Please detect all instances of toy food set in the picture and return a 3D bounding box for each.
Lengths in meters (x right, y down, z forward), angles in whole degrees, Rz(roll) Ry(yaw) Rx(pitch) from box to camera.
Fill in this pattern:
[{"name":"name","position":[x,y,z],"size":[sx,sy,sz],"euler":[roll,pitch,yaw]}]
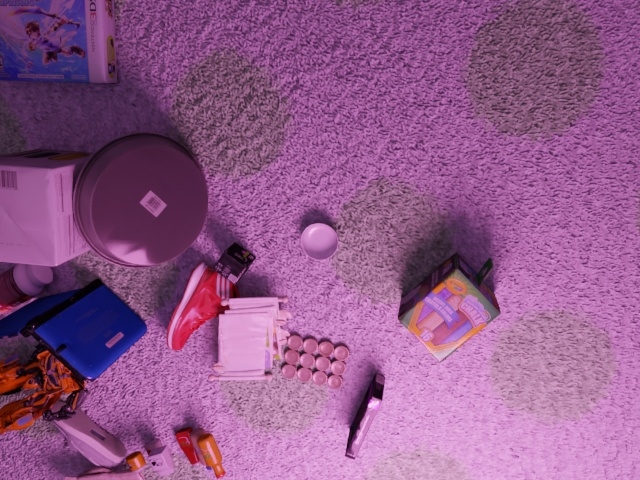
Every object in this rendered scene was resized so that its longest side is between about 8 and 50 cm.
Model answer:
[{"name":"toy food set","position":[-0.336,0.523,1.611],"size":[0.232,0.111,0.105],"euler":[-19,99,11]}]

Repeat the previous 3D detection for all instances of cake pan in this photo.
[{"name":"cake pan","position":[-0.359,-0.077,1.407],"size":[0.293,0.054,0.293],"euler":[-11,110,-33]}]

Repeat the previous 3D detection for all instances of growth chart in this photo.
[{"name":"growth chart","position":[-0.157,0.225,1.527],"size":[0.171,0.021,0.237],"euler":[6,113,-10]}]

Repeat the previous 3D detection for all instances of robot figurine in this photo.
[{"name":"robot figurine","position":[-0.683,0.347,1.609],"size":[0.291,0.085,0.211],"euler":[-27,73,15]}]

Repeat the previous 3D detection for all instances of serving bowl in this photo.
[{"name":"serving bowl","position":[0.000,0.000,1.474],"size":[0.083,0.027,0.083],"euler":[2,103,9]}]

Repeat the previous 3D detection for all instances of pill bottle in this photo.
[{"name":"pill bottle","position":[-0.709,0.105,1.586],"size":[0.152,0.086,0.086],"euler":[-27,98,15]}]

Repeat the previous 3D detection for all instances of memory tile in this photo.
[{"name":"memory tile","position":[-0.012,0.278,1.551],"size":[0.148,0.012,0.113],"euler":[12,105,7]}]

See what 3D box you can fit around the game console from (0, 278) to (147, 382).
[{"name":"game console","position":[-0.567,0.209,1.481],"size":[0.250,0.293,0.173],"euler":[44,107,-3]}]

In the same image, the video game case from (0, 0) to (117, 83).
[{"name":"video game case","position":[-0.575,-0.463,1.441],"size":[0.269,0.061,0.244],"euler":[3,103,9]}]

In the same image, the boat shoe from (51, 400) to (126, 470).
[{"name":"boat shoe","position":[-0.589,0.489,1.662],"size":[0.227,0.079,0.081],"euler":[38,102,-4]}]

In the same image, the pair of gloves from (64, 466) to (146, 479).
[{"name":"pair of gloves","position":[-0.516,0.664,1.685],"size":[0.204,0.042,0.240],"euler":[-2,120,8]}]

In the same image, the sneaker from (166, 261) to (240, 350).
[{"name":"sneaker","position":[-0.260,0.171,1.529],"size":[0.128,0.087,0.221],"euler":[24,107,4]}]

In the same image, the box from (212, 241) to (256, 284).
[{"name":"box","position":[-0.189,0.050,1.488],"size":[0.062,0.083,0.052],"euler":[36,108,-1]}]

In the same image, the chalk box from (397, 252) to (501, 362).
[{"name":"chalk box","position":[0.283,0.122,1.403],"size":[0.213,0.132,0.132],"euler":[-42,93,17]}]

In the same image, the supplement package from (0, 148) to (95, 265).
[{"name":"supplement package","position":[-0.583,-0.079,1.428],"size":[0.199,0.263,0.198],"euler":[5,104,9]}]

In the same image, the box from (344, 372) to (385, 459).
[{"name":"box","position":[0.100,0.392,1.506],"size":[0.029,0.116,0.162],"euler":[24,107,2]}]
